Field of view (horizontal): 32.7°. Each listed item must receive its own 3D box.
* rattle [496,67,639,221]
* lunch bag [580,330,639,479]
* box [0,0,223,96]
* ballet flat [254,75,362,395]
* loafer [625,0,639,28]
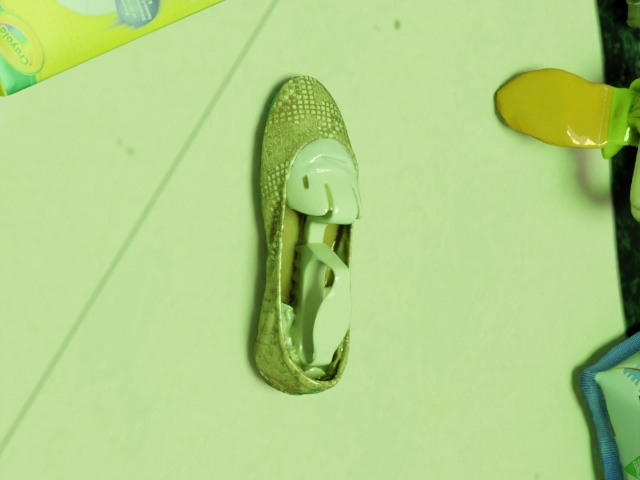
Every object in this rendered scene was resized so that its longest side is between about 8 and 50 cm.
[{"bbox_3d":[0.233,-0.081,0.866,0.199,0.142,0.130,-29,111,-67],"label":"rattle"},{"bbox_3d":[0.469,0.149,0.884,0.385,0.328,0.239,-29,118,-30],"label":"lunch bag"},{"bbox_3d":[-0.138,-0.150,0.584,0.179,0.043,0.105,-31,114,-25],"label":"box"},{"bbox_3d":[0.000,0.000,0.690,0.073,0.067,0.206,-5,100,-33],"label":"ballet flat"},{"bbox_3d":[0.280,-0.221,0.859,0.148,0.056,0.050,-50,121,-29],"label":"loafer"}]
